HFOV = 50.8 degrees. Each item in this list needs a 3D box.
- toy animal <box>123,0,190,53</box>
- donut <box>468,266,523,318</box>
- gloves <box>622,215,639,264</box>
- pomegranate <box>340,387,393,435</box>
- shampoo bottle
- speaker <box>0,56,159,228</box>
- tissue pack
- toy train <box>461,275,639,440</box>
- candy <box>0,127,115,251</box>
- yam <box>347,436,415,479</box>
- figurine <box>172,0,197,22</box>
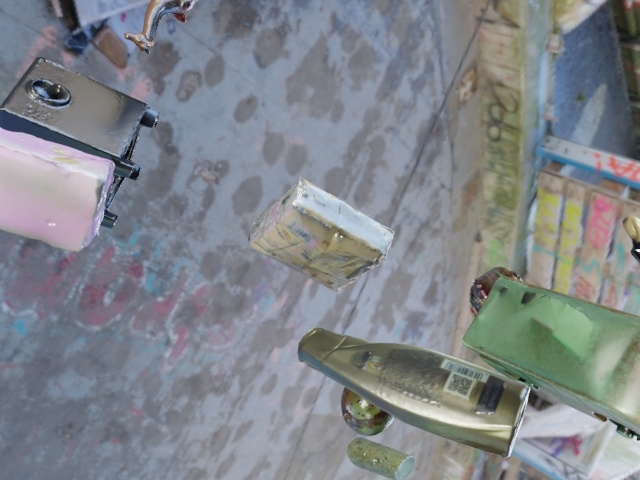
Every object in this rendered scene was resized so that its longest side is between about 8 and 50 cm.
[{"bbox_3d":[-0.313,-0.474,1.305,0.224,0.229,0.066,-22,173,-42],"label":"toy animal"},{"bbox_3d":[0.418,0.187,1.515,0.103,0.269,0.269,-17,137,-2],"label":"donut"},{"bbox_3d":[0.529,0.061,0.893,0.152,0.301,0.197,-42,173,-17],"label":"gloves"},{"bbox_3d":[0.131,0.384,1.598,0.169,0.148,0.148,-21,139,-2],"label":"pomegranate"},{"bbox_3d":[0.132,0.215,1.035,0.125,0.350,0.084,-54,150,-41],"label":"shampoo bottle"},{"bbox_3d":[-0.480,-0.187,1.331,0.232,0.254,0.184,125,-18,-46],"label":"speaker"},{"bbox_3d":[0.000,0.000,1.489,0.257,0.215,0.122,31,50,-20],"label":"tissue pack"},{"bbox_3d":[0.327,0.144,0.832,0.159,0.326,0.129,33,83,-30],"label":"toy train"},{"bbox_3d":[-0.490,-0.092,1.118,0.116,0.265,0.155,-102,-150,-74],"label":"candy"},{"bbox_3d":[0.151,0.548,1.689,0.078,0.179,0.078,-5,97,-46],"label":"yam"},{"bbox_3d":[-0.299,-0.509,1.416,0.071,0.067,0.083,-42,163,24],"label":"figurine"}]
